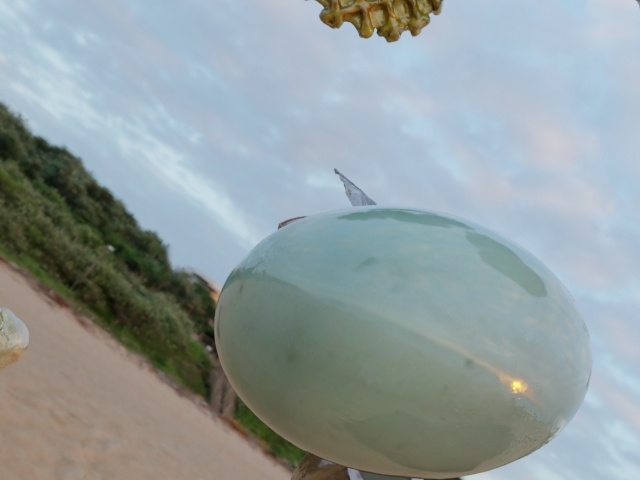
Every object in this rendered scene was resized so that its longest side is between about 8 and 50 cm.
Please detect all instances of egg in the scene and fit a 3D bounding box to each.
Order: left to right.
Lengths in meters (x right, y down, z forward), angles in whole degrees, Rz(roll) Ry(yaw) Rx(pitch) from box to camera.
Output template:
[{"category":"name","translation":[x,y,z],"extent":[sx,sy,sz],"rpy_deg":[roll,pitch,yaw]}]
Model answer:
[{"category":"egg","translation":[0.084,0.102,0.853],"extent":[0.389,0.276,0.276],"rpy_deg":[10,-15,-1]}]

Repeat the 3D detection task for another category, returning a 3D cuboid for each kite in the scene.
[{"category":"kite","translation":[0.107,0.001,1.527],"extent":[0.335,0.011,0.314],"rpy_deg":[59,18,-19]}]

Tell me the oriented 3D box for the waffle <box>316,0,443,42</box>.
[{"category":"waffle","translation":[0.083,-0.412,1.174],"extent":[0.253,0.249,0.056],"rpy_deg":[18,7,-4]}]

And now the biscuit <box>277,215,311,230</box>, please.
[{"category":"biscuit","translation":[0.000,0.000,1.177],"extent":[0.130,0.102,0.019],"rpy_deg":[24,-57,20]}]

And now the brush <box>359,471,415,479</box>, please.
[{"category":"brush","translation":[0.030,0.225,1.010],"extent":[0.297,0.068,0.060],"rpy_deg":[47,6,33]}]

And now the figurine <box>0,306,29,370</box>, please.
[{"category":"figurine","translation":[-0.542,0.116,1.330],"extent":[0.114,0.108,0.196],"rpy_deg":[-11,-77,22]}]

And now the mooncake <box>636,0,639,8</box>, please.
[{"category":"mooncake","translation":[0.591,-0.449,1.096],"extent":[0.381,0.351,0.212],"rpy_deg":[2,5,13]}]

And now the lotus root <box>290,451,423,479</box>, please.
[{"category":"lotus root","translation":[0.073,0.485,1.506],"extent":[0.316,0.316,0.250],"rpy_deg":[41,-58,-21]}]
